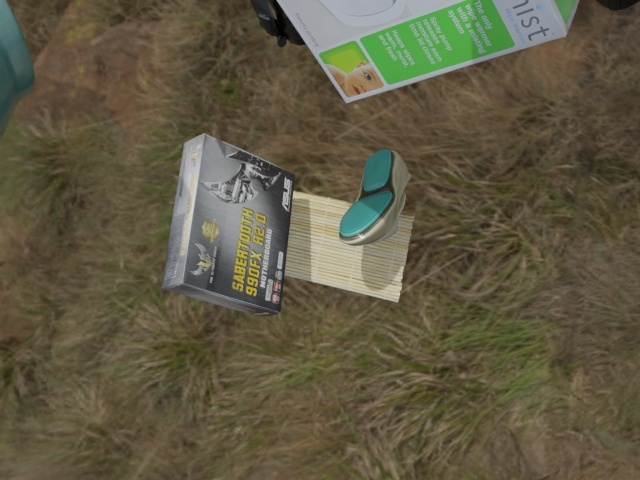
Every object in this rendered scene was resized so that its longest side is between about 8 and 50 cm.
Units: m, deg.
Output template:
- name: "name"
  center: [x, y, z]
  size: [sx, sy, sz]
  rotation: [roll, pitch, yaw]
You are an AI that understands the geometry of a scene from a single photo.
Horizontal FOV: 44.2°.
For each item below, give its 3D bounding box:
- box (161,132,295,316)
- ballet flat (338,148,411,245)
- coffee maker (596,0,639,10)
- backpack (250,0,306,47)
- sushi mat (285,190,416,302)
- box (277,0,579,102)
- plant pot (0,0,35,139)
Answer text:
- name: "box"
  center: [-0.131, -0.019, 1.174]
  size: [0.056, 0.183, 0.231]
  rotation: [-13, 63, 43]
- name: "ballet flat"
  center: [0.093, -0.050, 1.197]
  size: [0.086, 0.248, 0.086]
  rotation: [10, 129, 12]
- name: "coffee maker"
  center: [0.497, -0.474, 1.306]
  size: [0.120, 0.178, 0.171]
  rotation: [-15, 54, 18]
- name: "backpack"
  center: [-0.021, -0.335, 0.969]
  size: [0.151, 0.182, 0.115]
  rotation: [5, 53, 38]
- name: "sushi mat"
  center: [0.000, 0.000, 1.353]
  size: [0.316, 0.019, 0.152]
  rotation: [12, 104, 20]
- name: "box"
  center: [0.066, -0.278, 0.668]
  size: [0.231, 0.262, 0.127]
  rotation: [-8, 42, 39]
- name: "plant pot"
  center: [-0.392, -0.168, 0.717]
  size: [0.293, 0.196, 0.293]
  rotation: [38, 150, 27]
